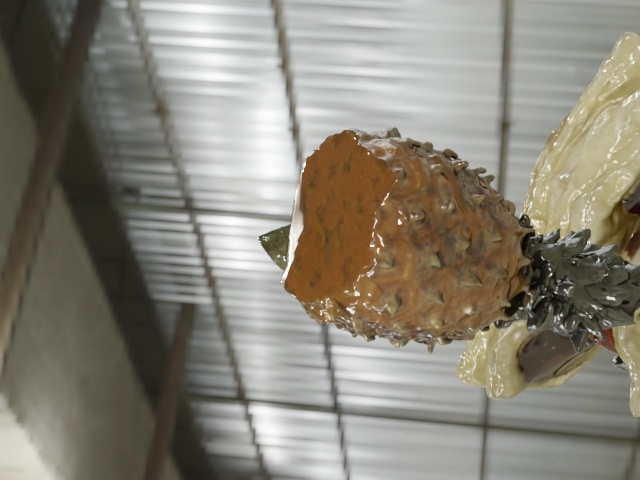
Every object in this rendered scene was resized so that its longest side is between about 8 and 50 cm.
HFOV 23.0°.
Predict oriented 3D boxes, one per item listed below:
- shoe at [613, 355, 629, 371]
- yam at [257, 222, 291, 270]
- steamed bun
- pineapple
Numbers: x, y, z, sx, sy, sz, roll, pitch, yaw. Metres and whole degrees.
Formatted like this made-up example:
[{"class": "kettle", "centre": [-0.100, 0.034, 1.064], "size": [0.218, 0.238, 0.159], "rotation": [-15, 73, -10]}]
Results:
[{"class": "shoe", "centre": [0.403, 0.123, 1.750], "size": [0.071, 0.179, 0.049], "rotation": [159, 115, -68]}, {"class": "yam", "centre": [0.000, 0.000, 1.224], "size": [0.043, 0.094, 0.043], "rotation": [-21, -90, -78]}, {"class": "steamed bun", "centre": [0.327, 0.028, 1.616], "size": [0.428, 0.247, 0.189], "rotation": [-63, 30, 27]}, {"class": "pineapple", "centre": [0.115, 0.012, 1.145], "size": [0.158, 0.278, 0.158], "rotation": [-27, 57, 52]}]
